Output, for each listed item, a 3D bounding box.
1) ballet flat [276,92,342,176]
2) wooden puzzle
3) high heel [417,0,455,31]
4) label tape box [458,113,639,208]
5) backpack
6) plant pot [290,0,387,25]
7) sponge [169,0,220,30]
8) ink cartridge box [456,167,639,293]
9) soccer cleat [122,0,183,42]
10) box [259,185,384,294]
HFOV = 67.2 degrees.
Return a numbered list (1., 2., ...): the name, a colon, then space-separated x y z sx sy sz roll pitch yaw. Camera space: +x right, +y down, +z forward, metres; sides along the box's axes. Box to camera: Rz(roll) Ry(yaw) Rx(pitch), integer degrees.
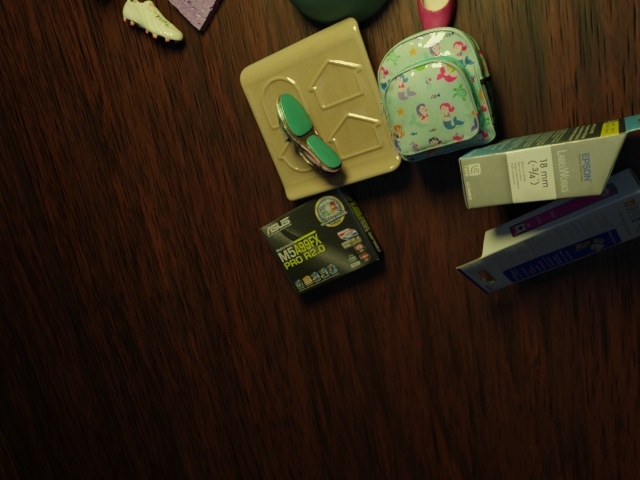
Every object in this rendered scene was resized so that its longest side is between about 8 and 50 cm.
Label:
1. ballet flat: -0.038 -0.234 1.119 0.221 0.077 0.079 51 147 0
2. wooden puzzle: 0.003 -0.299 1.156 0.322 0.080 0.347 -14 103 28
3. high heel: 0.230 -0.530 0.965 0.082 0.117 0.244 11 111 20
4. label tape box: 0.460 -0.151 0.901 0.334 0.241 0.105 -5 105 33
5. backpack: 0.237 -0.304 1.002 0.225 0.191 0.253 -10 102 30
6. plant pot: 0.010 -0.604 0.990 0.290 0.195 0.290 8 111 21
7. sponge: -0.285 -0.647 1.195 0.117 0.031 0.210 45 118 3
8. ink cartridge box: 0.482 -0.003 1.012 0.371 0.176 0.069 -29 50 27
9. soccer cleat: -0.440 -0.583 1.266 0.196 0.068 0.076 31 114 14
10. box: 0.000 0.000 1.277 0.270 0.060 0.216 -26 96 28
